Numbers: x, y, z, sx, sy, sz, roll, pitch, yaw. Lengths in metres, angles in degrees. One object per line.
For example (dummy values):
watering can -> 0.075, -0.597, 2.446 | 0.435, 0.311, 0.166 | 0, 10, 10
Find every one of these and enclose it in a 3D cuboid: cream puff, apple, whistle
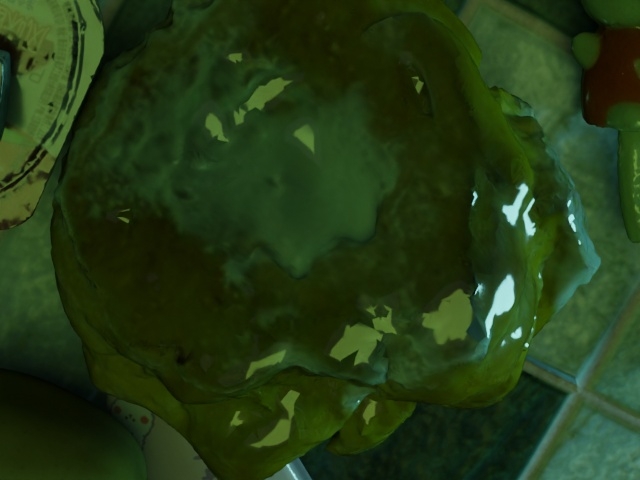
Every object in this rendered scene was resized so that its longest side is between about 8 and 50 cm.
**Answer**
cream puff -> 0.000, 0.000, 0.822 | 0.378, 0.275, 0.378 | -2, 76, 8
apple -> -0.249, 0.216, 0.837 | 0.262, 0.262, 0.262 | -1, 103, -5
whistle -> 0.259, -0.137, 0.874 | 0.131, 0.106, 0.288 | -3, 103, 3

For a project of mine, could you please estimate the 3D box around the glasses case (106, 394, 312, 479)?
glasses case -> -0.068, 0.210, 0.941 | 0.113, 0.075, 0.296 | -29, 103, 5

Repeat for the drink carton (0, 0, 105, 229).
drink carton -> -0.244, -0.135, 0.788 | 0.186, 0.189, 0.191 | 23, 100, -9

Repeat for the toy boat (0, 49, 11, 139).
toy boat -> -0.312, -0.101, 0.647 | 0.261, 0.085, 0.078 | 8, 102, -11
